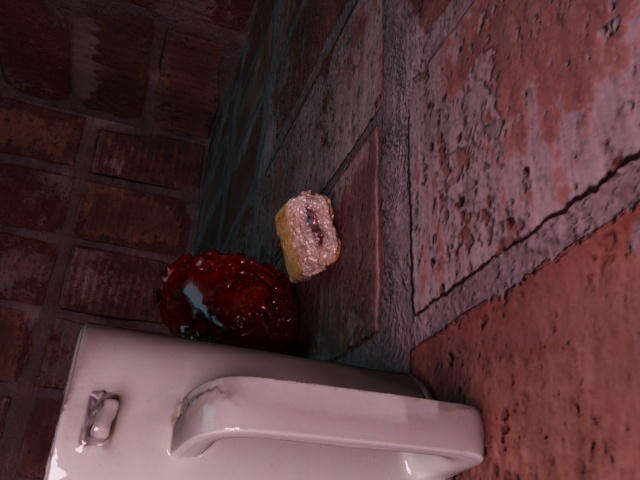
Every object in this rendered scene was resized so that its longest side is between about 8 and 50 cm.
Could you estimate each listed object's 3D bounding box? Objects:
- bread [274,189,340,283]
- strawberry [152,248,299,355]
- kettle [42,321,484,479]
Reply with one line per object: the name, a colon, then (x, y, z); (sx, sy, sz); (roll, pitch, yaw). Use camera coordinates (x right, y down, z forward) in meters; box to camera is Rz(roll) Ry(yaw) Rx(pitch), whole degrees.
bread: (-0.018, -0.005, 0.920); (0.106, 0.082, 0.125); (135, 123, -74)
strawberry: (-0.141, 0.119, 1.037); (0.220, 0.274, 0.274); (-44, -5, -35)
kettle: (-0.060, 0.173, 0.530); (0.205, 0.317, 0.265); (-108, 35, -59)
